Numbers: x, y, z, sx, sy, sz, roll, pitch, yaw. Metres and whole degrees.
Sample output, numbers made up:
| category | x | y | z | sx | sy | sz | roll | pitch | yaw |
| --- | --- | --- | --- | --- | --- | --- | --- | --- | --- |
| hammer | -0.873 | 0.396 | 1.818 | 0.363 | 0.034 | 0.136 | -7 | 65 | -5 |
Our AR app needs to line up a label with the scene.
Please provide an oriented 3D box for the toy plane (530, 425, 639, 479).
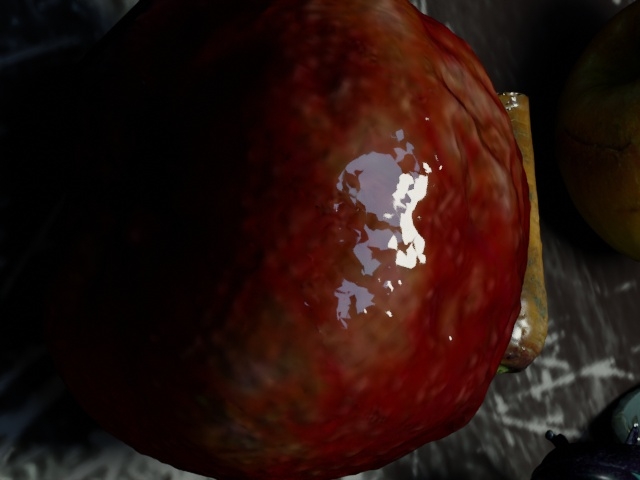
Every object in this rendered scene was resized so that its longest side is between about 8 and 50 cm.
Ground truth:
| category | x | y | z | sx | sy | sz | roll | pitch | yaw |
| --- | --- | --- | --- | --- | --- | --- | --- | --- | --- |
| toy plane | 0.179 | 0.227 | 0.932 | 0.155 | 0.106 | 0.381 | -63 | 141 | -38 |

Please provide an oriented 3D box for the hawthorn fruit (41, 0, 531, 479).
| category | x | y | z | sx | sy | sz | roll | pitch | yaw |
| --- | --- | --- | --- | --- | --- | --- | --- | --- | --- |
| hawthorn fruit | 0.000 | 0.000 | 0.766 | 0.266 | 0.210 | 0.230 | 24 | 52 | -55 |

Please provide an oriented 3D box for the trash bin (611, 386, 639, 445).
| category | x | y | z | sx | sy | sz | roll | pitch | yaw |
| --- | --- | --- | --- | --- | --- | --- | --- | --- | --- |
| trash bin | 0.267 | 0.170 | 1.037 | 0.175 | 0.175 | 0.161 | -26 | 114 | -45 |

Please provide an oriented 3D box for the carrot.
| category | x | y | z | sx | sy | sz | roll | pitch | yaw |
| --- | --- | --- | --- | --- | --- | --- | --- | --- | --- |
| carrot | 0.098 | -0.004 | 0.965 | 0.055 | 0.055 | 0.161 | 22 | 61 | -41 |

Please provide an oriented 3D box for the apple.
| category | x | y | z | sx | sy | sz | roll | pitch | yaw |
| --- | --- | --- | --- | --- | --- | --- | --- | --- | --- |
| apple | 0.219 | -0.060 | 1.026 | 0.147 | 0.146 | 0.163 | 37 | 39 | -26 |
